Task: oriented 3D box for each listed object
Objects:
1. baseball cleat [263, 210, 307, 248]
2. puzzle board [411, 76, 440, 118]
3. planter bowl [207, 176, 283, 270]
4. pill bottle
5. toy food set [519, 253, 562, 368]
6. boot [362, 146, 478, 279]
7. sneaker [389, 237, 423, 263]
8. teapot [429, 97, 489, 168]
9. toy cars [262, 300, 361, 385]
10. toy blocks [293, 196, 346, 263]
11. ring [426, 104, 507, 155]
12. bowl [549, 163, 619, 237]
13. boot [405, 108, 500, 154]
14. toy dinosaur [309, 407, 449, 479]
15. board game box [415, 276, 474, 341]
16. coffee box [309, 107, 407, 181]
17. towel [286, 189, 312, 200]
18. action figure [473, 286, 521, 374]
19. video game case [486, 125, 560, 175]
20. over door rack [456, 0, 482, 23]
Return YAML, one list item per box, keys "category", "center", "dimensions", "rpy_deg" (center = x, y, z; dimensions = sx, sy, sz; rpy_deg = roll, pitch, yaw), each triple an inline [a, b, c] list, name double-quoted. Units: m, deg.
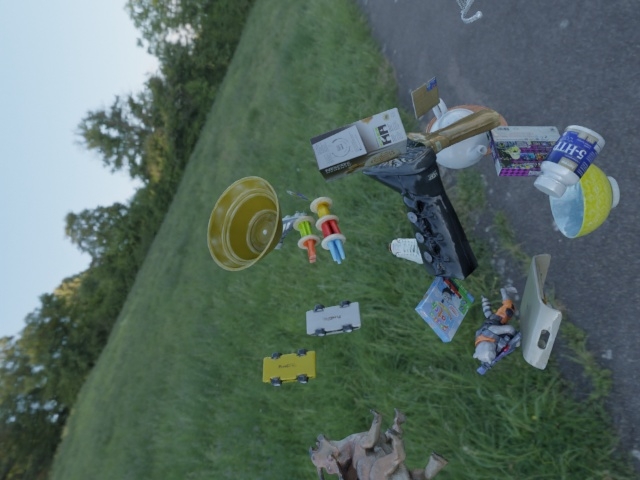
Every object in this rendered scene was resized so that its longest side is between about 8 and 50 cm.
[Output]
- category: "baseball cleat"
  center: [-0.131, -0.032, 1.483]
  dimensions: [0.072, 0.205, 0.110]
  rpy_deg: [-47, -60, -72]
- category: "puzzle board"
  center: [0.370, -0.501, 1.454]
  dimensions: [0.011, 0.128, 0.097]
  rpy_deg: [26, 147, 49]
- category: "planter bowl"
  center: [-0.152, -0.029, 0.951]
  dimensions: [0.217, 0.090, 0.218]
  rpy_deg: [-11, 69, 33]
- category: "pill bottle"
  center: [0.708, -0.223, 1.191]
  dimensions: [0.187, 0.111, 0.112]
  rpy_deg: [-59, 21, 9]
- category: "toy food set"
  center: [0.696, 0.212, 1.291]
  dimensions: [0.306, 0.092, 0.220]
  rpy_deg: [-57, -30, -54]
- category: "boot"
  center: [0.329, -0.095, 1.427]
  dimensions: [0.446, 0.146, 0.367]
  rpy_deg: [59, 169, -23]
- category: "sneaker"
  center: [0.376, 0.043, 1.774]
  dimensions: [0.290, 0.122, 0.106]
  rpy_deg: [171, 104, -77]
- category: "teapot"
  center: [0.534, -0.422, 1.610]
  dimensions: [0.187, 0.255, 0.253]
  rpy_deg: [51, -125, -60]
- category: "toy cars"
  center: [-0.018, 0.343, 1.359]
  dimensions: [0.394, 0.087, 0.176]
  rpy_deg: [-47, 54, -6]
- category: "toy blocks"
  center: [0.000, 0.000, 0.885]
  dimensions: [0.123, 0.054, 0.148]
  rpy_deg: [-45, 49, 37]
- category: "ring"
  center: [0.632, -0.468, 1.797]
  dimensions: [0.032, 0.335, 0.337]
  rpy_deg: [69, -168, -54]
- category: "bowl"
  center: [0.959, -0.162, 1.485]
  dimensions: [0.289, 0.155, 0.290]
  rpy_deg: [-9, -90, -80]
- category: "boot"
  center: [0.443, -0.374, 1.447]
  dimensions: [0.089, 0.269, 0.236]
  rpy_deg: [66, 174, -29]
- category: "toy dinosaur"
  center: [0.108, 0.433, 0.758]
  dimensions: [0.201, 0.127, 0.295]
  rpy_deg: [-63, 23, -1]
- category: "board game box"
  center: [0.442, 0.225, 1.461]
  dimensions: [0.211, 0.160, 0.039]
  rpy_deg: [-46, 8, -32]
- category: "coffee box"
  center: [0.109, -0.260, 1.155]
  dimensions: [0.141, 0.246, 0.098]
  rpy_deg: [36, -143, -78]
- category: "towel"
  center: [-0.072, -0.153, 1.409]
  dimensions: [0.060, 0.083, 0.010]
  rpy_deg: [36, 108, 61]
- category: "action figure"
  center: [0.681, 0.380, 1.671]
  dimensions: [0.330, 0.178, 0.342]
  rpy_deg: [-43, -21, -47]
- category: "video game case"
  center: [0.693, -0.301, 1.382]
  dimensions: [0.042, 0.231, 0.211]
  rpy_deg: [87, -176, -54]
- category: "over door rack"
  center: [0.395, -0.758, 1.016]
  dimensions: [0.108, 0.239, 0.325]
  rpy_deg: [18, 85, 44]
